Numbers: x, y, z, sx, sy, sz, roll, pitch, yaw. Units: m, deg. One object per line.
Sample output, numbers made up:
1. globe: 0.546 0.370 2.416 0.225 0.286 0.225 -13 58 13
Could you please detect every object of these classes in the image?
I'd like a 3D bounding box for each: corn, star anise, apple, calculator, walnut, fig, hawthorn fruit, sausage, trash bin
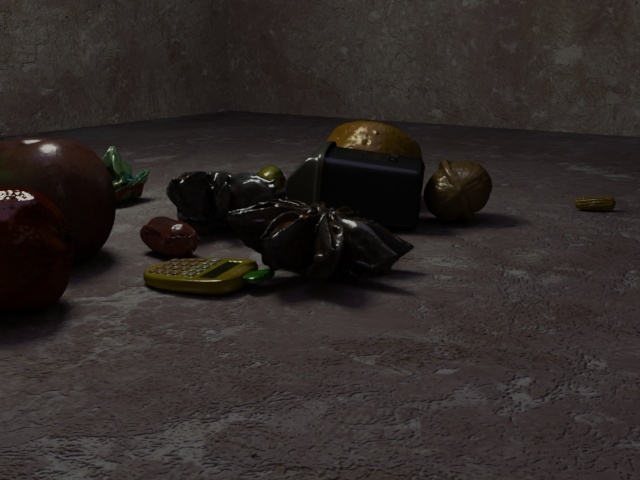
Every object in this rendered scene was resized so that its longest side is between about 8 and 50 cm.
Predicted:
1. corn: 0.641 -0.087 1.856 0.092 0.037 0.037 4 15 15
2. star anise: -0.002 0.000 1.390 0.331 0.118 0.332 7 10 -1
3. apple: -0.535 -0.075 1.495 0.305 0.235 0.306 -1 13 0
4. calculator: -0.191 0.059 1.358 0.234 0.032 0.146 3 15 22
5. walnut: 0.305 -0.113 1.774 0.166 0.149 0.166 -25 0 0
6. fig: -0.151 -0.137 2.042 0.093 0.093 0.166 -12 -1 -38
7. hawthorn fruit: -0.511 0.021 1.219 0.253 0.205 0.205 -10 15 -5
8. sausage: -0.292 -0.006 1.538 0.076 0.076 0.141 -15 18 -43
9. trash bin: 0.079 -0.118 1.750 0.290 0.183 0.209 7 15 8
10. star anise: -0.210 -0.078 1.730 0.315 0.139 0.359 5 1 33

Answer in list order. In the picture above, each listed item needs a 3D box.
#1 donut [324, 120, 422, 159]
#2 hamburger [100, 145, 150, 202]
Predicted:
1. donut: 0.130 -0.202 1.962 0.277 0.109 0.277 15 -17 5
2. hamburger: -0.598 -0.167 2.030 0.276 0.151 0.260 -15 18 -41
